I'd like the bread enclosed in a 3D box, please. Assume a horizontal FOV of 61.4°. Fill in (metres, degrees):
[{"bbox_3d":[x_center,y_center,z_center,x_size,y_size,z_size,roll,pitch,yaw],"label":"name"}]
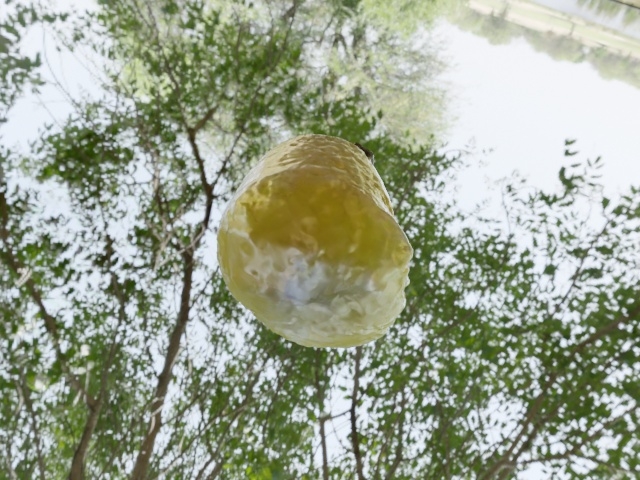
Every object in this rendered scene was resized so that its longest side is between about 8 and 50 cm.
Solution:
[{"bbox_3d":[-0.004,0.001,0.545,0.197,0.197,0.171,16,-143,-5],"label":"bread"}]
